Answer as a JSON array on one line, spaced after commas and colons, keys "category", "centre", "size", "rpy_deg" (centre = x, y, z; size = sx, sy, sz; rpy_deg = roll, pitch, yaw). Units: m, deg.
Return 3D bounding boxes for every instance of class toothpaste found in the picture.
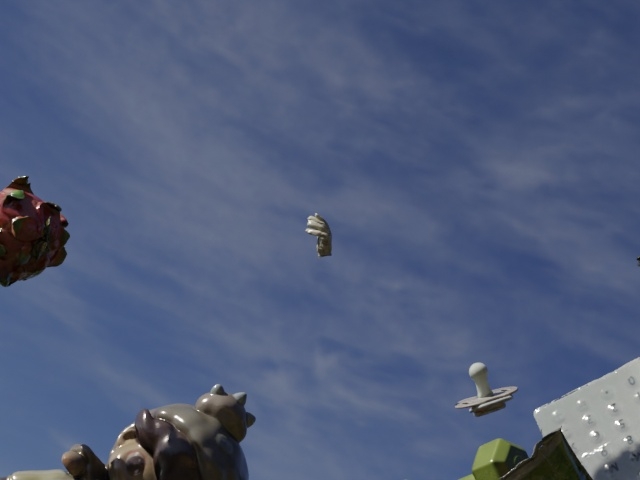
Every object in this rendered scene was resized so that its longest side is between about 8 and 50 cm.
[{"category": "toothpaste", "centre": [0.256, 0.267, 1.242], "size": [0.248, 0.078, 0.047], "rpy_deg": [49, 1, -42]}]

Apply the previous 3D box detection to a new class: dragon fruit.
[{"category": "dragon fruit", "centre": [-0.442, -0.002, 1.735], "size": [0.236, 0.137, 0.135], "rpy_deg": [-25, -88, 54]}]

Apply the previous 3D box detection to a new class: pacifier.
[{"category": "pacifier", "centre": [0.244, 0.219, 1.834], "size": [0.099, 0.078, 0.081], "rpy_deg": [-15, -2, -14]}]

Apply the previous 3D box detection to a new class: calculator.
[{"category": "calculator", "centre": [0.349, 0.260, 1.399], "size": [0.161, 0.261, 0.021], "rpy_deg": [-28, -50, 10]}]

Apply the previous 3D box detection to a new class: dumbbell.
[{"category": "dumbbell", "centre": [0.239, 0.447, 2.174], "size": [0.121, 0.108, 0.302], "rpy_deg": [27, -44, -36]}]

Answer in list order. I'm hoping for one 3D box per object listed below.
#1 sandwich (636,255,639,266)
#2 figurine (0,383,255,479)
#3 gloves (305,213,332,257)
[{"category": "sandwich", "centre": [0.563, 0.013, 1.770], "size": [0.160, 0.185, 0.109], "rpy_deg": [37, -17, 30]}, {"category": "figurine", "centre": [-0.267, 0.362, 1.789], "size": [0.381, 0.248, 0.203], "rpy_deg": [-11, -9, -7]}, {"category": "gloves", "centre": [0.002, -0.001, 1.897], "size": [0.037, 0.081, 0.044], "rpy_deg": [-23, -1, -5]}]
